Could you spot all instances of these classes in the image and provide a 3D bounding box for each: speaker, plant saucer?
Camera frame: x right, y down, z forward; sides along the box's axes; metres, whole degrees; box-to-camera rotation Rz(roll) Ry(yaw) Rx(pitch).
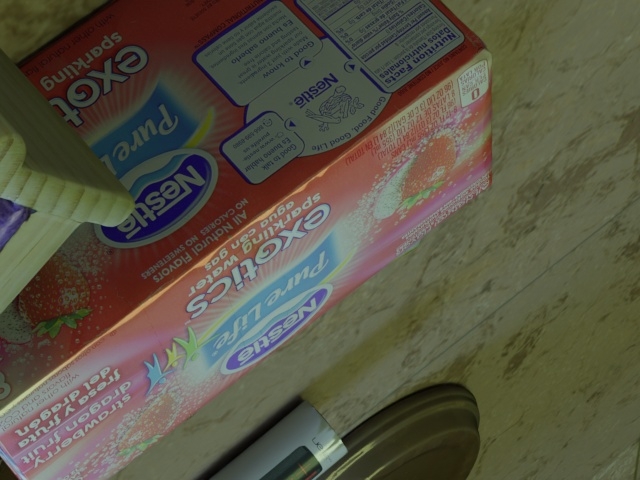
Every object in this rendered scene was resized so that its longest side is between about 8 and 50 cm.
[{"bbox_3d":[-0.046,0.186,1.360,0.136,0.055,0.055,-38,155,-9],"label":"speaker"},{"bbox_3d":[0.046,0.244,1.603,0.278,0.041,0.278,-33,153,-19],"label":"plant saucer"}]

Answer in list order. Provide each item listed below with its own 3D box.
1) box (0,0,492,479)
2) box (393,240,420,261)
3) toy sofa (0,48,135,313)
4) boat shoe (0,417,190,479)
[{"bbox_3d":[-0.070,-0.022,0.883,0.300,0.154,0.142,-38,154,-13],"label":"box"},{"bbox_3d":[0.000,0.000,1.141,0.179,0.043,0.105,-32,153,-33],"label":"box"},{"bbox_3d":[-0.267,0.050,0.712,0.362,0.150,0.177,-48,156,10],"label":"toy sofa"},{"bbox_3d":[-0.116,0.074,1.032,0.257,0.095,0.095,-50,154,14],"label":"boat shoe"}]
